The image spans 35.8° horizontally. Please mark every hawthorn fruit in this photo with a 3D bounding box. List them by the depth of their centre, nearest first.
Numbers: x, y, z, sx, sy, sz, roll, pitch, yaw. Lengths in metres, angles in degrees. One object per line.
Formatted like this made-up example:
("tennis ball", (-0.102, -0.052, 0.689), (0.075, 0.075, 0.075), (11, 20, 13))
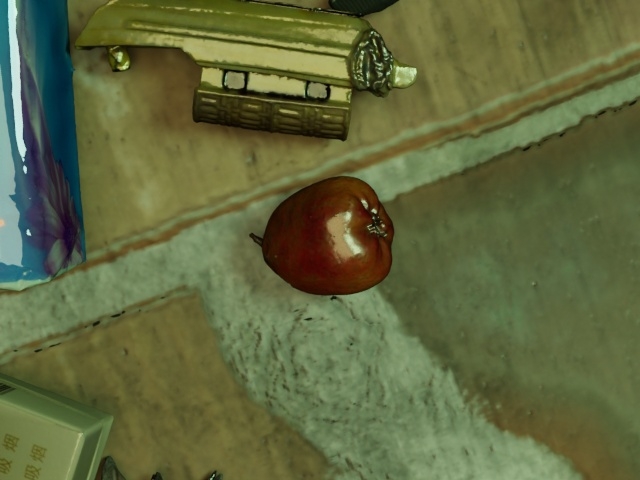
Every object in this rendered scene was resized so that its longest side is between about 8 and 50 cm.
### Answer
("hawthorn fruit", (0.000, 0.000, 0.676), (0.093, 0.081, 0.081), (-14, 95, 29))

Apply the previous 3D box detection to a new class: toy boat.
("toy boat", (-0.050, -0.118, 0.665), (0.226, 0.068, 0.088), (6, 100, -2))

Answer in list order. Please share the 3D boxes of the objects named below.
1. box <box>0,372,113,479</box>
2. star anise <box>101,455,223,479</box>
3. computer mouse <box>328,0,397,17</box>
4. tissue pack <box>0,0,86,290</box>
("box", (-0.258, 0.153, 0.671), (0.201, 0.058, 0.141), (17, 94, 7))
("star anise", (-0.121, 0.222, 0.703), (0.141, 0.042, 0.141), (0, 95, 0))
("computer mouse", (0.054, -0.207, 0.671), (0.135, 0.047, 0.079), (-34, 93, 4))
("tissue pack", (-0.259, -0.103, 0.622), (0.198, 0.146, 0.263), (-3, 95, 1))
